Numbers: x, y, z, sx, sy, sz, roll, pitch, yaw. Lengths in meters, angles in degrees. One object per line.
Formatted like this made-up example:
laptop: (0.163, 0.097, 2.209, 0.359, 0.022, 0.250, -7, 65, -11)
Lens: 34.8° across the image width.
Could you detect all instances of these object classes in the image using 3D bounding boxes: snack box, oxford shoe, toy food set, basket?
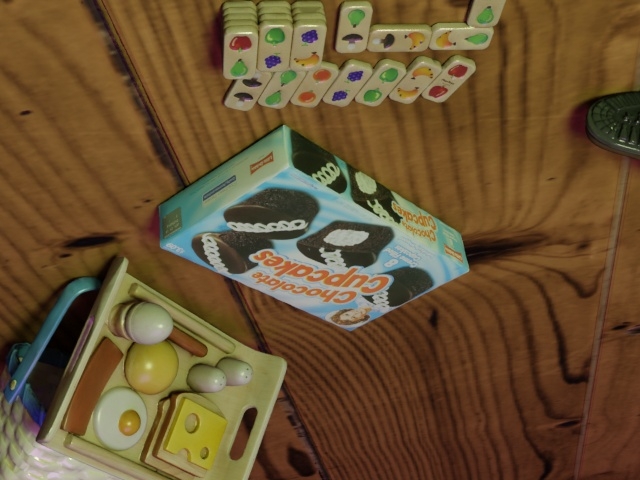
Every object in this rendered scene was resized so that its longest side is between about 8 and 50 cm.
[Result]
snack box: (0.000, 0.000, 1.146, 0.187, 0.060, 0.322, -30, 142, 30)
oxford shoe: (0.362, -0.094, 1.066, 0.227, 0.083, 0.096, 8, 149, -22)
toy food set: (-0.173, 0.183, 1.209, 0.092, 0.220, 0.306, 0, 152, 42)
basket: (-0.282, 0.196, 1.285, 0.254, 0.201, 0.289, 31, 103, -43)

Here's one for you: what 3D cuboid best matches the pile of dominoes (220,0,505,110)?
pile of dominoes: (0.038, -0.172, 0.905, 0.251, 0.040, 0.196, -3, 147, -9)
